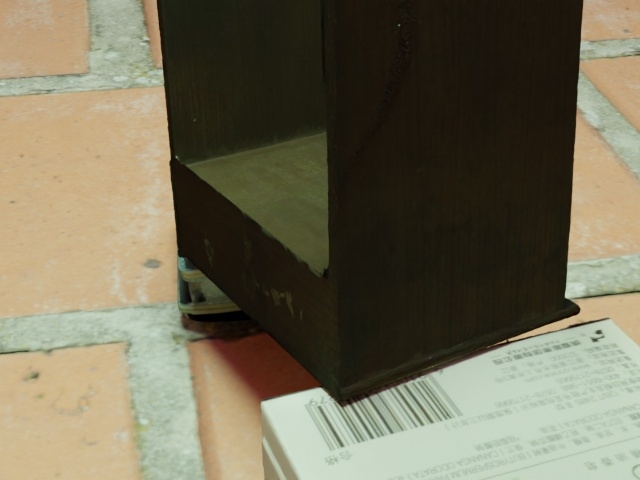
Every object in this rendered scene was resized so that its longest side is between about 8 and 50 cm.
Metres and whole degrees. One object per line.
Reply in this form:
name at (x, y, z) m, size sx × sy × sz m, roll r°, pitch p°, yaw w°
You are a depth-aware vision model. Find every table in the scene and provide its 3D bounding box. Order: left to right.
table at (0.027, -0.092, 0.760) m, size 0.196 × 0.282 × 0.250 m, roll -16°, pitch 29°, yaw -26°

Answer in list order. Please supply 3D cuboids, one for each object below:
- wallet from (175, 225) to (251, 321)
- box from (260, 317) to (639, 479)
wallet at (0.000, 0.000, 0.979) m, size 0.251 × 0.075 × 0.176 m, roll -4°, pitch 27°, yaw -6°
box at (0.113, 0.162, 0.684) m, size 0.261 × 0.111 × 0.194 m, roll -9°, pitch 32°, yaw -17°
